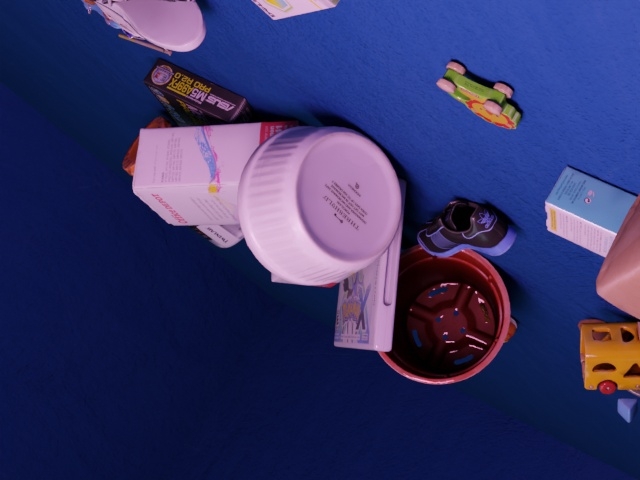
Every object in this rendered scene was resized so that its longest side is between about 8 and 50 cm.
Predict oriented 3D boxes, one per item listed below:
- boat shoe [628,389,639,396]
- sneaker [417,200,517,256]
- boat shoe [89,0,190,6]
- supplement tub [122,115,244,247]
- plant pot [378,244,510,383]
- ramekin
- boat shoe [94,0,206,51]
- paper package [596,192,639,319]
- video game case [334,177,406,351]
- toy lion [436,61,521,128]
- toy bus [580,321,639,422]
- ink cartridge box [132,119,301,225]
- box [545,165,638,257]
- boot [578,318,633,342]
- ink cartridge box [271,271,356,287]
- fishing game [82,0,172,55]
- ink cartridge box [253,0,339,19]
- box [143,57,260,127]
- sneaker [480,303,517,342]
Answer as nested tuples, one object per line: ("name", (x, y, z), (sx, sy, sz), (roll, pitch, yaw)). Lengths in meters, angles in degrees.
("boat shoe", (0.651, 0.286, 1.693), (0.117, 0.096, 0.324), (36, 169, -19))
("sneaker", (0.224, -0.026, 1.558), (0.090, 0.081, 0.232), (40, 160, -24))
("boat shoe", (-0.300, -0.383, 1.332), (0.301, 0.102, 0.108), (27, 168, 25))
("supplement tub", (-0.295, -0.139, 2.195), (0.316, 0.193, 0.193), (36, 169, -27))
("plant pot", (0.251, 0.158, 1.888), (0.272, 0.272, 0.265), (29, 178, 17))
("ramekin", (0.012, -0.063, 1.517), (0.273, 0.273, 0.127), (37, 155, -26))
("boat shoe", (-0.268, -0.351, 1.422), (0.267, 0.096, 0.088), (28, 173, 24))
("paper package", (0.462, 0.028, 0.868), (0.309, 0.168, 0.325), (29, 169, 7))
("video game case", (0.087, 0.054, 1.747), (0.036, 0.299, 0.329), (7, 173, -10))
("toy lion", (0.194, -0.168, 1.121), (0.100, 0.034, 0.096), (29, 177, 17))
("toy bus", (0.529, 0.186, 1.550), (0.191, 0.202, 0.104), (31, 142, 44))
("ink cartridge box", (-0.167, -0.120, 1.756), (0.306, 0.131, 0.226), (0, 162, 11))
("box", (0.406, -0.003, 1.169), (0.244, 0.060, 0.100), (28, 169, 22))
("boot", (0.541, 0.188, 1.720), (0.118, 0.042, 0.087), (24, 169, 39))
("ink cartridge box", (0.000, 0.000, 1.697), (0.128, 0.127, 0.176), (8, 160, -24))
("fishing game", (-0.380, -0.410, 1.621), (0.189, 0.041, 0.264), (24, 167, 25))
("ink cartridge box", (-0.056, -0.314, 1.067), (0.109, 0.062, 0.209), (37, 169, -28))
("box", (-0.208, -0.237, 1.861), (0.216, 0.060, 0.270), (28, 169, 21))
("sneaker", (0.355, 0.167, 2.084), (0.175, 0.067, 0.064), (32, 171, 9))
